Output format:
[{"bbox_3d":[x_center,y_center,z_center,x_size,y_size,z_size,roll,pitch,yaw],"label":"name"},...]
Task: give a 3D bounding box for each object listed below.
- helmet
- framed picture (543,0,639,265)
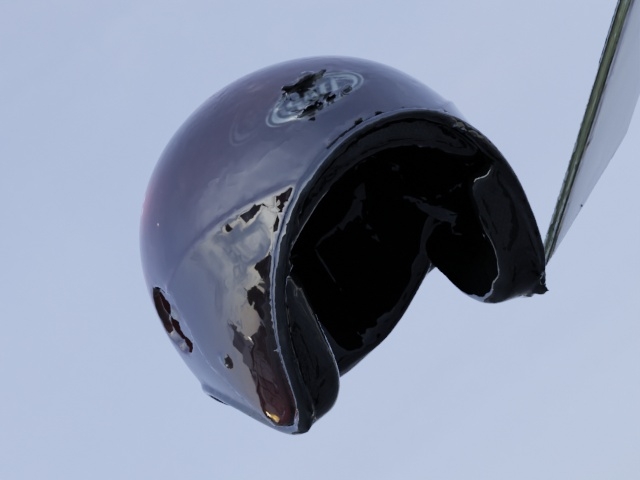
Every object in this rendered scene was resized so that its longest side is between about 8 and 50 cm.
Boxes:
[{"bbox_3d":[0.000,0.000,0.827,0.189,0.193,0.216,-29,-26,-28],"label":"helmet"},{"bbox_3d":[0.194,-0.112,0.974,0.173,0.010,0.231,-50,-21,-45],"label":"framed picture"}]
